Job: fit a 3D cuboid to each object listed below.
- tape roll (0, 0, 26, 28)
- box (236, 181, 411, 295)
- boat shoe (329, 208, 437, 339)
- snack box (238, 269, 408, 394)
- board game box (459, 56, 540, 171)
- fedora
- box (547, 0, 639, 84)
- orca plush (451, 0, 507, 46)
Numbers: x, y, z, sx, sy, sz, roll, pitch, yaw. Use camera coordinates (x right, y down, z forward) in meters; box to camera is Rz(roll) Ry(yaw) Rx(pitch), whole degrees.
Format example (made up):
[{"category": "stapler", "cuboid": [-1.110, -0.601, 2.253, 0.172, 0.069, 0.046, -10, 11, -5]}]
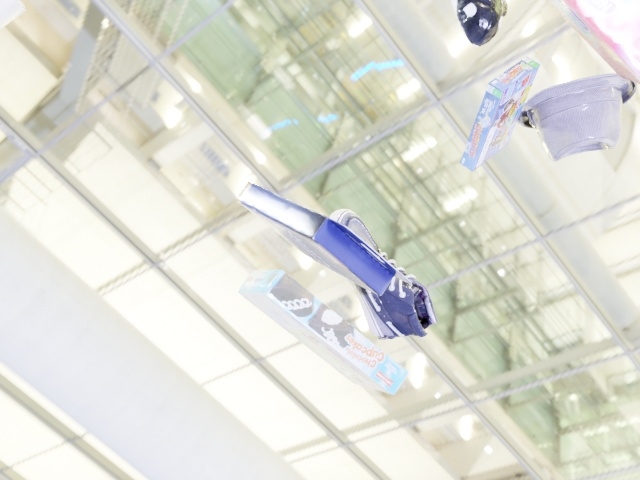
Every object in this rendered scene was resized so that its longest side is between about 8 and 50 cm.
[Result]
[{"category": "tape roll", "cuboid": [-0.638, -0.491, 1.403, 0.100, 0.286, 0.286, -38, -158, -6]}, {"category": "box", "cuboid": [0.000, 0.000, 1.004, 0.036, 0.136, 0.225, -56, -143, -7]}, {"category": "boat shoe", "cuboid": [0.147, 0.074, 1.828, 0.158, 0.341, 0.127, -3, -146, 44]}, {"category": "snack box", "cuboid": [0.001, 0.175, 1.572, 0.060, 0.322, 0.187, -54, -164, -15]}, {"category": "board game box", "cuboid": [0.347, -0.243, 1.585, 0.136, 0.035, 0.201, -36, 153, -35]}, {"category": "fedora", "cuboid": [0.531, -0.236, 1.673, 0.243, 0.124, 0.275, -11, 173, 3]}, {"category": "box", "cuboid": [0.409, -0.383, 1.179, 0.154, 0.300, 0.142, -44, -169, 15]}, {"category": "orca plush", "cuboid": [0.300, -0.477, 1.416, 0.102, 0.151, 0.287, -31, -148, 52]}]
